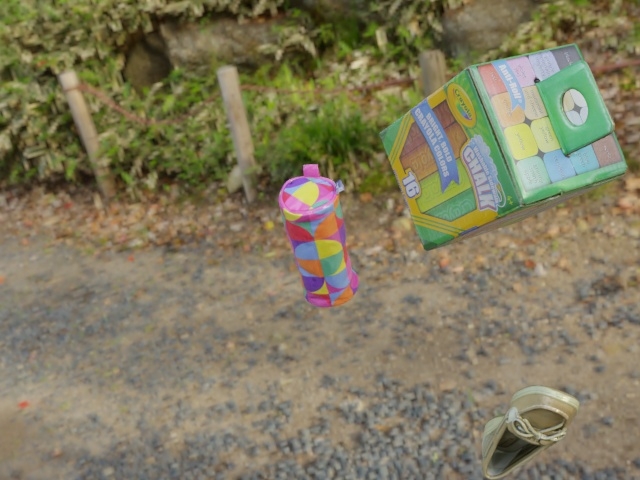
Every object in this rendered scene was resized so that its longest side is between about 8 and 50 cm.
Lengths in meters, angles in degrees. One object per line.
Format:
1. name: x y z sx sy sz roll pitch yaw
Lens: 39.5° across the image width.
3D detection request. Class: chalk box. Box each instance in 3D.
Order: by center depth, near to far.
1. chalk box: 0.175 -0.089 0.817 0.132 0.132 0.213 -16 -8 -27

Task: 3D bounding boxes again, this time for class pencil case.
1. pencil case: 0.000 0.000 1.419 0.105 0.236 0.104 -6 43 5

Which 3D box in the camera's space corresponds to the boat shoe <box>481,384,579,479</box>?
1. boat shoe: 0.183 0.173 0.795 0.056 0.153 0.048 24 59 -4
